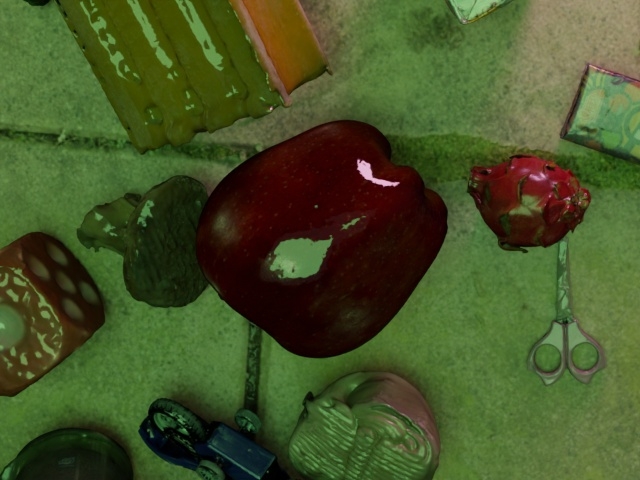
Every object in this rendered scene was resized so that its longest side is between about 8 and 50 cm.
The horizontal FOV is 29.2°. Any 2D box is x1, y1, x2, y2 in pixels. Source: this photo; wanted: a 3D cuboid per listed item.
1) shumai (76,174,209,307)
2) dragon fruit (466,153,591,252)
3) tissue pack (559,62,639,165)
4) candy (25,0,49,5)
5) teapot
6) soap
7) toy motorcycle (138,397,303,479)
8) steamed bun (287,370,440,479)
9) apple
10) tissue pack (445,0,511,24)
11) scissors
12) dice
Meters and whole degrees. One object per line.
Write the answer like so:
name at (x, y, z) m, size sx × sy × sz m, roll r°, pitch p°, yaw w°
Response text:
shumai at (-0.238, -0.010, 1.732) m, size 0.153 × 0.161 × 0.210 m, roll 23°, pitch 139°, yaw 32°
dragon fruit at (0.272, -0.049, 1.640) m, size 0.165 × 0.136 × 0.133 m, roll 18°, pitch 102°, yaw 17°
tissue pack at (0.405, -0.162, 1.632) m, size 0.148 × 0.060 × 0.109 m, roll 19°, pitch 102°, yaw 6°
candy at (-0.324, -0.356, 1.717) m, size 0.202 × 0.061 × 0.061 m, roll 2°, pitch 101°, yaw 0°
teapot at (-0.326, 0.424, 1.732) m, size 0.270 × 0.337 × 0.200 m, roll 7°, pitch 119°, yaw -13°
soap at (-0.186, -0.298, 1.585) m, size 0.293 × 0.156 × 0.335 m, roll -16°, pitch 108°, yaw 45°
toy motorcycle at (-0.126, 0.332, 1.775) m, size 0.315 × 0.113 × 0.169 m, roll 30°, pitch 145°, yaw 10°
steamed bun at (0.075, 0.269, 1.729) m, size 0.211 × 0.144 × 0.218 m, roll 29°, pitch 133°, yaw 13°
apple at (0.000, 0.000, 1.621) m, size 0.317 × 0.288 × 0.288 m, roll -40°, pitch 93°, yaw 6°
tissue pack at (0.189, -0.376, 1.539) m, size 0.124 × 0.225 × 0.185 m, roll -30°, pitch 95°, yaw 14°
scissors at (0.341, 0.100, 1.714) m, size 0.110 × 0.021 × 0.212 m, roll -2°, pitch 101°, yaw 7°
dice at (-0.427, 0.103, 1.754) m, size 0.174 × 0.179 × 0.175 m, roll -38°, pitch 98°, yaw 13°
